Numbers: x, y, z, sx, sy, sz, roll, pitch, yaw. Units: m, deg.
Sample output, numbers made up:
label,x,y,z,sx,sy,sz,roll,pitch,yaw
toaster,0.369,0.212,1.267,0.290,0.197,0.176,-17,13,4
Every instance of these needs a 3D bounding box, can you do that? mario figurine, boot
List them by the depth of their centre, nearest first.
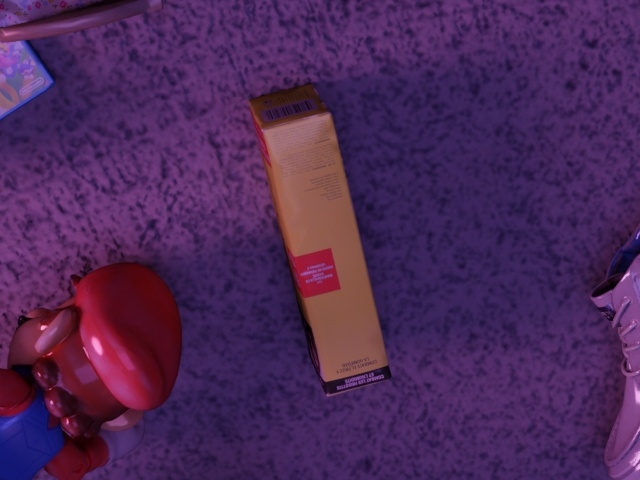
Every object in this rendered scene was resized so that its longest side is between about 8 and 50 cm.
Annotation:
label,x,y,z,sx,sy,sz,roll,pitch,yaw
mario figurine,-0.248,0.130,1.447,0.320,0.198,0.170,-40,79,-13
boot,0.273,0.077,1.563,0.123,0.095,0.258,25,96,-12

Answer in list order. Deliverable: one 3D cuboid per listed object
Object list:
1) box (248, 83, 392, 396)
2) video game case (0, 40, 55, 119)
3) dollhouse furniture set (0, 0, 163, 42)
label,x,y,z,sx,sy,sz,roll,pitch,yaw
box,0.000,0.000,1.476,0.058,0.087,0.232,-15,113,-5
video game case,-0.294,-0.153,1.401,0.119,0.015,0.166,-32,113,3
dollhouse furniture set,-0.210,-0.171,1.308,0.356,0.174,0.303,-14,113,-5
